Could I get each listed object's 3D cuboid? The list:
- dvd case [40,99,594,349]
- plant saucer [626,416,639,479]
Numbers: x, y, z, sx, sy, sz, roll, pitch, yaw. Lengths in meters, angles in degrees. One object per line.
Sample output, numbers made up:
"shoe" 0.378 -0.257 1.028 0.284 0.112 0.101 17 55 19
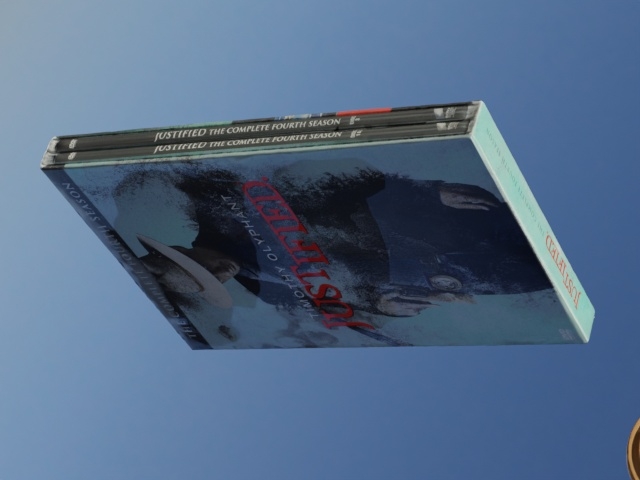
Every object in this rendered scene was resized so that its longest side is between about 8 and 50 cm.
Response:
"dvd case" 0.000 0.000 0.454 0.119 0.087 0.013 -1 -126 28
"plant saucer" 0.228 0.132 1.094 0.083 0.083 0.013 -61 165 -26
